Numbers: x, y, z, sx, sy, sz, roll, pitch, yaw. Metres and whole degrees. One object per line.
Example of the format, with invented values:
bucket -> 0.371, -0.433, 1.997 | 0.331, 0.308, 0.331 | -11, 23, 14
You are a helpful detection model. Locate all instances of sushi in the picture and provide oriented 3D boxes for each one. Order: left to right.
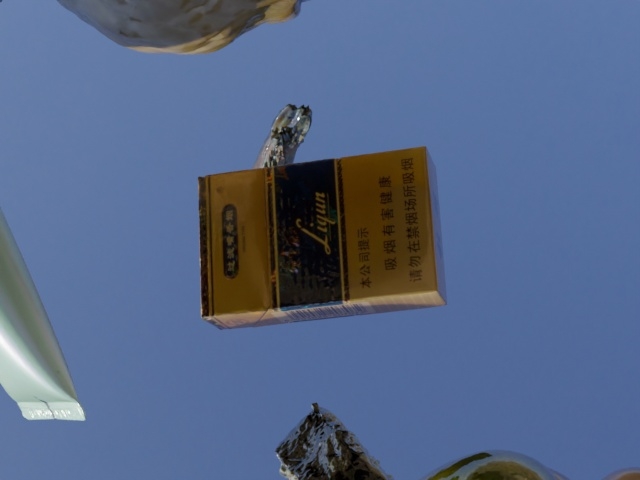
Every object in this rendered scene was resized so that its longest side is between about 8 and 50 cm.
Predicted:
sushi -> 0.015, 0.223, 1.167 | 0.078, 0.090, 0.150 | -46, -151, -5

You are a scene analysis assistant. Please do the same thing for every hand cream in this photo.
hand cream -> -0.190, 0.010, 0.673 | 0.050, 0.204, 0.078 | -32, -165, -39

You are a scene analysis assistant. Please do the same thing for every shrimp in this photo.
shrimp -> -0.065, -0.057, 1.389 | 0.046, 0.219, 0.152 | 21, -136, -9

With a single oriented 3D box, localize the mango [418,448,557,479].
mango -> 0.076, 0.238, 0.802 | 0.129, 0.289, 0.146 | 37, -150, 17

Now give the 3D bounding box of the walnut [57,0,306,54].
walnut -> -0.104, -0.295, 0.921 | 0.277, 0.252, 0.313 | -27, -107, -27

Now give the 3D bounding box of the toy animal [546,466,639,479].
toy animal -> 0.307, 0.340, 1.359 | 0.221, 0.229, 0.210 | 22, -121, -19

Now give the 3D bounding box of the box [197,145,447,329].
box -> 0.000, 0.000, 1.212 | 0.237, 0.070, 0.152 | -6, -108, 10
